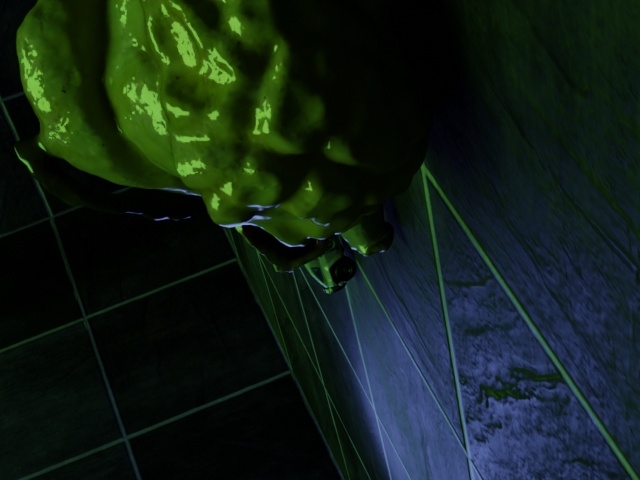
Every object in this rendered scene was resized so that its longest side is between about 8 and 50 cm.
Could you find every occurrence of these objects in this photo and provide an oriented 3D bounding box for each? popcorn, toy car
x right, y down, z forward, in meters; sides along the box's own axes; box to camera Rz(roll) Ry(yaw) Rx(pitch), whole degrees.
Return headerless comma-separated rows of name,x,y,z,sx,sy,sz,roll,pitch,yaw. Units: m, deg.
popcorn,-0.087,-0.141,1.177,0.349,0.382,0.349,59,-172,-14
toy car,0.000,0.000,1.949,0.080,0.070,0.170,-125,17,-60

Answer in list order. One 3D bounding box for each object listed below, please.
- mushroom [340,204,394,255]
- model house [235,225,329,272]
mushroom,-0.009,-0.142,1.542,0.109,0.097,0.351,141,105,-83
model house,-0.079,-0.089,1.830,0.196,0.160,0.254,-131,26,-52
